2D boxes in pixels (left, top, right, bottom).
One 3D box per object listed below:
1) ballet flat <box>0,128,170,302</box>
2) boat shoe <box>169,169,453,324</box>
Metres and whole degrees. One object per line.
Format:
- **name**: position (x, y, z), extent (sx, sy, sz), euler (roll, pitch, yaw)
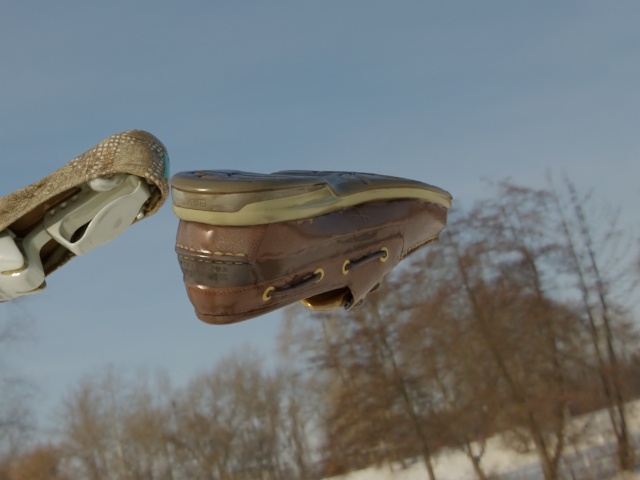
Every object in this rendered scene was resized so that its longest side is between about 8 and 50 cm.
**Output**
- **ballet flat**: position (-0.194, -0.005, 0.718), extent (0.206, 0.067, 0.073), euler (-36, -47, 0)
- **boat shoe**: position (0.000, 0.000, 0.446), extent (0.064, 0.060, 0.178), euler (7, 7, 33)
